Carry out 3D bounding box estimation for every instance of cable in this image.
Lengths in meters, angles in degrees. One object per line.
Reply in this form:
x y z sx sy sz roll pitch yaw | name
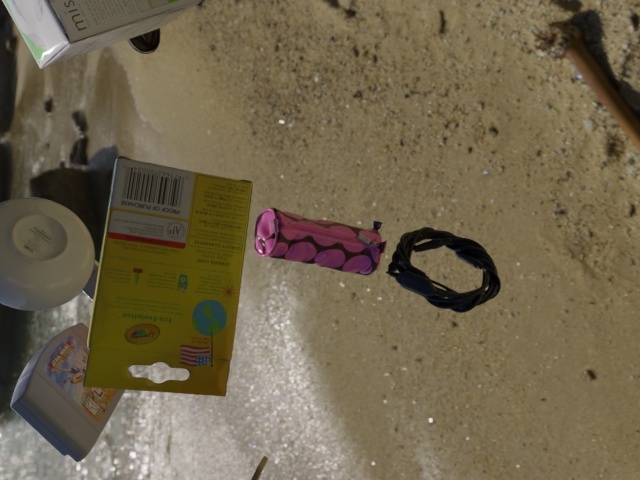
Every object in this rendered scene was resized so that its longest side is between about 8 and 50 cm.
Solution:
0.210 0.046 1.063 0.184 0.150 0.047 20 136 21 | cable

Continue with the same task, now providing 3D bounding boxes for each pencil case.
0.000 0.000 1.057 0.098 0.209 0.095 175 103 -67 | pencil case

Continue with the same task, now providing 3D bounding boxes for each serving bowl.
-0.192 0.004 0.434 0.027 0.083 0.083 -41 52 47 | serving bowl

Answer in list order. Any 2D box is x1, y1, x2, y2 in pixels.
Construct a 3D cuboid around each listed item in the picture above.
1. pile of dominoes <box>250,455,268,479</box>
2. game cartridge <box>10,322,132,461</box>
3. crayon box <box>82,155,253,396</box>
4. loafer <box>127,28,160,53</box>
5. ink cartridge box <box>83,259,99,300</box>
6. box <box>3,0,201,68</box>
-0.123 0.430 0.884 0.251 0.040 0.196 -67 -6 27 | pile of dominoes
-0.509 0.296 1.333 0.062 0.198 0.297 -32 17 12 | game cartridge
-0.221 0.056 0.934 0.081 0.202 0.319 160 119 -68 | crayon box
-0.366 -0.472 1.284 0.078 0.080 0.220 -126 24 -44 | loafer
-0.379 0.140 1.288 0.275 0.239 0.060 34 75 28 | ink cartridge box
-0.333 -0.407 0.883 0.126 0.231 0.262 -7 114 49 | box
